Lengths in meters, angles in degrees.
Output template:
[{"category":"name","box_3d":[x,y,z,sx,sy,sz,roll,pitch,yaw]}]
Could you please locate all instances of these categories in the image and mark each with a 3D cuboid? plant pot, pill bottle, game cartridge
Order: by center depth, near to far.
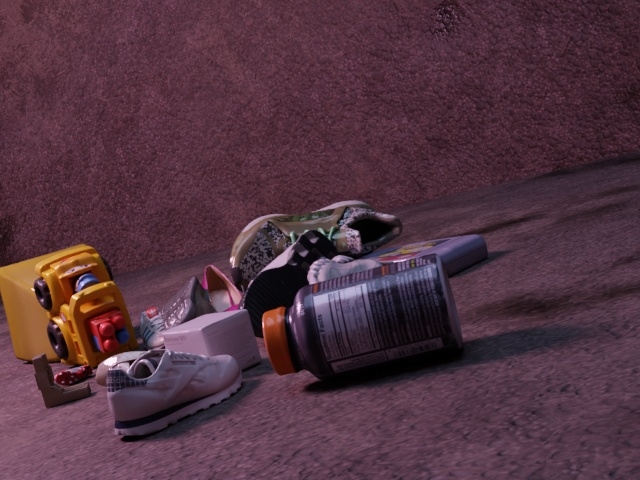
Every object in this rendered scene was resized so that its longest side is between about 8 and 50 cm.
[{"category":"pill bottle","box_3d":[0.051,0.106,1.411,0.245,0.131,0.130,-14,5,9]},{"category":"game cartridge","box_3d":[0.170,0.045,2.142,0.294,0.060,0.196,-10,3,41]},{"category":"plant pot","box_3d":[-0.540,0.148,2.322,0.212,0.212,0.187,-18,19,-30]}]

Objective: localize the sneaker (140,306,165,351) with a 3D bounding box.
[{"category":"sneaker","box_3d":[-0.314,0.168,2.075,0.057,0.075,0.161,-17,6,-21]}]

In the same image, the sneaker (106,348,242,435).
[{"category":"sneaker","box_3d":[-0.192,0.185,1.473,0.090,0.095,0.235,-13,4,34]}]

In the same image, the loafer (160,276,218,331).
[{"category":"loafer","box_3d":[-0.239,0.143,2.031,0.094,0.087,0.251,-44,13,8]}]

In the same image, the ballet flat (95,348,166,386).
[{"category":"ballet flat","box_3d":[-0.287,0.205,1.749,0.168,0.057,0.052,-15,15,5]}]

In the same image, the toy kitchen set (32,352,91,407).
[{"category":"toy kitchen set","box_3d":[-0.426,0.221,1.799,0.075,0.083,0.068,-15,6,-4]}]

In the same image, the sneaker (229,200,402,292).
[{"category":"sneaker","box_3d":[0.000,0.000,2.229,0.410,0.158,0.182,-21,9,-35]}]

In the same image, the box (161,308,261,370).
[{"category":"box","box_3d":[-0.166,0.162,1.661,0.101,0.087,0.102,-10,7,43]}]

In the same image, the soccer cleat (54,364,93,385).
[{"category":"soccer cleat","box_3d":[-0.444,0.242,1.945,0.035,0.029,0.083,-22,-3,38]}]

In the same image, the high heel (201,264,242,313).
[{"category":"high heel","box_3d":[-0.181,0.108,2.099,0.082,0.117,0.244,-16,5,-11]}]

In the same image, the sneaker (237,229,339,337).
[{"category":"sneaker","box_3d":[-0.079,0.107,1.949,0.146,0.122,0.330,-40,2,30]}]

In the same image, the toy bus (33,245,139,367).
[{"category":"toy bus","box_3d":[-0.434,0.134,2.072,0.149,0.220,0.211,-21,14,-27]}]

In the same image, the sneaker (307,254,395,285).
[{"category":"sneaker","box_3d":[0.056,0.077,1.887,0.118,0.110,0.292,-4,9,18]}]
